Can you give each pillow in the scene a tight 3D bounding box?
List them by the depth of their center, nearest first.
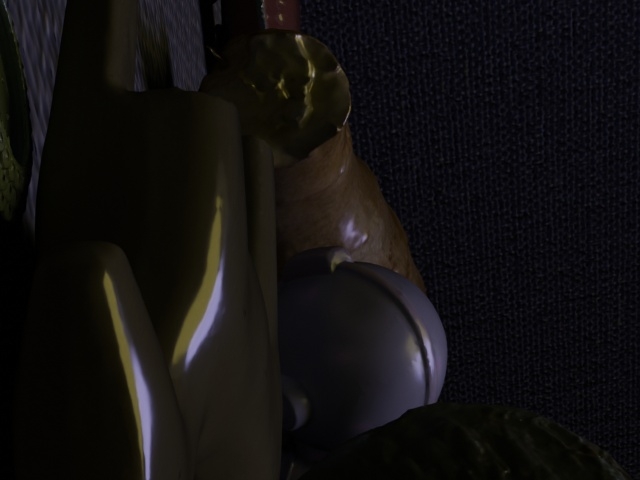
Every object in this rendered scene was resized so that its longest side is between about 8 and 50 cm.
[{"bbox_3d":[-0.054,-0.178,1.361,0.171,0.075,0.179,99,-13,-74],"label":"pillow"}]

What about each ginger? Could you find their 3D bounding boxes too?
[{"bbox_3d":[0.005,-0.018,1.028,0.236,0.166,0.375,-75,171,-46],"label":"ginger"}]

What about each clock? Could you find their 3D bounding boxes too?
[{"bbox_3d":[-0.087,-0.044,0.438,0.074,0.010,0.083,-96,179,-63],"label":"clock"}]

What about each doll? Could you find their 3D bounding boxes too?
[{"bbox_3d":[0.020,0.140,0.894,0.151,0.151,0.287,-95,180,-69],"label":"doll"}]

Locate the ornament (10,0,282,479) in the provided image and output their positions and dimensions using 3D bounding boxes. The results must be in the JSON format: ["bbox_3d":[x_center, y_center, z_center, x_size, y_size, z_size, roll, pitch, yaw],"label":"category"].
[{"bbox_3d":[-0.047,0.021,0.479,0.230,0.061,0.245,85,4,-58],"label":"ornament"}]

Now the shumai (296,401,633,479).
[{"bbox_3d":[0.061,0.224,0.800,0.272,0.222,0.203,-52,159,-14],"label":"shumai"}]
